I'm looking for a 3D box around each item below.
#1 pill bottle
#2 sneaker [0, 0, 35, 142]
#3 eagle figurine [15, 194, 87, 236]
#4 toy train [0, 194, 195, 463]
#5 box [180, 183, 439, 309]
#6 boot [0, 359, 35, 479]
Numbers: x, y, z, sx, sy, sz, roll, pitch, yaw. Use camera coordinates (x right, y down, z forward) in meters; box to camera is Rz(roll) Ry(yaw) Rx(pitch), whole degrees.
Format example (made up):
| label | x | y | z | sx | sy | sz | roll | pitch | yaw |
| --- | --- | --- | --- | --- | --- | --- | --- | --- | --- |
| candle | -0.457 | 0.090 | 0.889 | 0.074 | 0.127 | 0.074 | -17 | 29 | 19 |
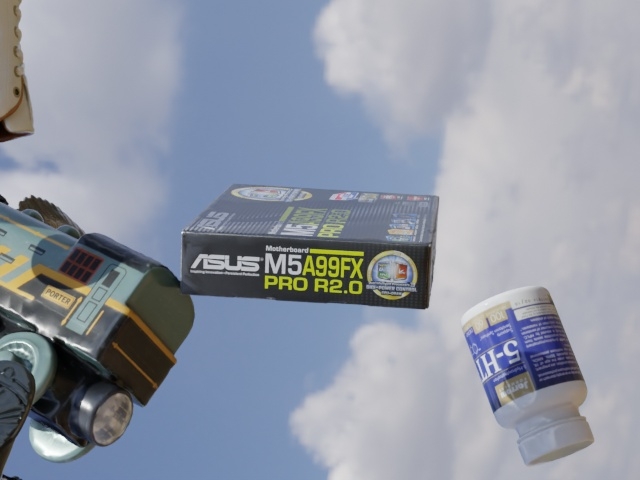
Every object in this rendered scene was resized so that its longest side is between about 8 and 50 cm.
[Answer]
| label | x | y | z | sx | sy | sz | roll | pitch | yaw |
| --- | --- | --- | --- | --- | --- | --- | --- | --- | --- |
| pill bottle | 0.242 | 0.157 | 1.621 | 0.112 | 0.112 | 0.186 | 47 | -158 | -69 |
| sneaker | -0.282 | -0.157 | 1.198 | 0.290 | 0.123 | 0.106 | -66 | 13 | -7 |
| eagle figurine | -0.319 | 0.091 | 1.987 | 0.225 | 0.226 | 0.298 | -88 | 6 | -47 |
| toy train | -0.271 | 0.066 | 1.275 | 0.190 | 0.334 | 0.142 | -55 | -38 | -18 |
| box | 0.000 | 0.000 | 1.319 | 0.270 | 0.216 | 0.060 | -58 | -28 | -77 |
| boot | -0.195 | 0.138 | 0.828 | 0.099 | 0.045 | 0.121 | 76 | -144 | -65 |
